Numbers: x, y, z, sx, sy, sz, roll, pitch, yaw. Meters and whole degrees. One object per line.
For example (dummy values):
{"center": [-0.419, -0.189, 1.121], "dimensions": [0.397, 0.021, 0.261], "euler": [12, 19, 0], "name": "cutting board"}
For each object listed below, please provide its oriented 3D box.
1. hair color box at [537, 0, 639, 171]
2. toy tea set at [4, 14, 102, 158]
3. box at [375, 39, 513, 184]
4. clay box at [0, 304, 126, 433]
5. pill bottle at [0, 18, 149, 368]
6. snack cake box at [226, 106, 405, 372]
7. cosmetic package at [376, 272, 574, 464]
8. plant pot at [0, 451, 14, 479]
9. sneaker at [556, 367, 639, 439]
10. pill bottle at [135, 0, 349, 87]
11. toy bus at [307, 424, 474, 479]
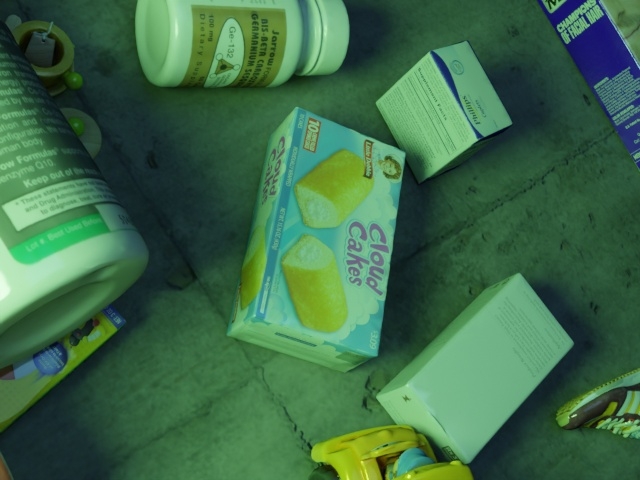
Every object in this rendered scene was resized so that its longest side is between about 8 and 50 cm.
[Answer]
{"center": [0.490, -0.290, 1.460], "dimensions": [0.185, 0.110, 0.339], "euler": [-26, 82, -32], "name": "hair color box"}
{"center": [-0.354, -0.206, 0.977], "dimensions": [0.336, 0.124, 0.200], "euler": [35, 58, -11], "name": "toy tea set"}
{"center": [0.154, -0.161, 1.214], "dimensions": [0.072, 0.137, 0.126], "euler": [-23, 82, -33], "name": "box"}
{"center": [-0.311, 0.107, 0.917], "dimensions": [0.127, 0.053, 0.222], "euler": [48, 56, -3], "name": "clay box"}
{"center": [-0.323, -0.080, 0.824], "dimensions": [0.204, 0.204, 0.361], "euler": [-29, 81, -33], "name": "pill bottle"}
{"center": [0.000, 0.000, 1.099], "dimensions": [0.152, 0.089, 0.264], "euler": [19, 63, -19], "name": "snack cake box"}
{"center": [0.186, 0.153, 1.139], "dimensions": [0.231, 0.085, 0.117], "euler": [-37, 89, -31], "name": "cosmetic package"}
{"center": [-0.382, 0.211, 0.717], "dimensions": [0.243, 0.275, 0.275], "euler": [-35, 89, -36], "name": "plant pot"}
{"center": [0.383, 0.219, 1.221], "dimensions": [0.185, 0.069, 0.084], "euler": [-17, 73, -30], "name": "sneaker"}
{"center": [-0.089, -0.245, 1.126], "dimensions": [0.229, 0.131, 0.131], "euler": [-5, 73, -29], "name": "pill bottle"}
{"center": [0.100, 0.286, 0.966], "dimensions": [0.149, 0.211, 0.220], "euler": [-6, 72, -27], "name": "toy bus"}
